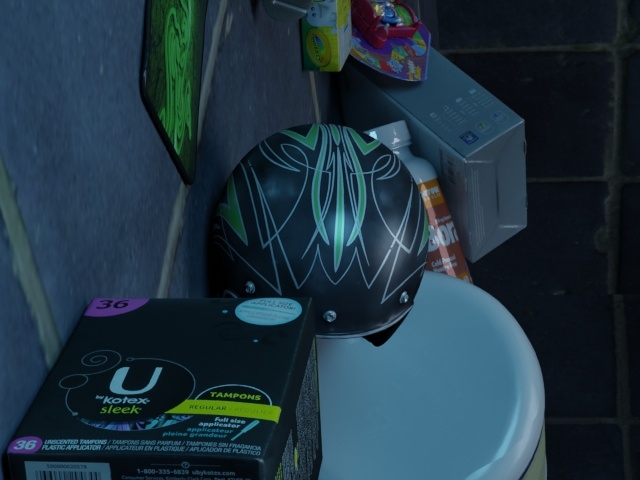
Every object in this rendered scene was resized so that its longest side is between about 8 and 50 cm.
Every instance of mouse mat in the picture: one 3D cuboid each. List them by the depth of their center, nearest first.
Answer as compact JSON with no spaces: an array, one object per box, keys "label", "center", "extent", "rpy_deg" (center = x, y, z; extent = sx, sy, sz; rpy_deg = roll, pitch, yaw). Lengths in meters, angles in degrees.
[{"label":"mouse mat","center":[-0.092,-0.148,1.098],"extent":[0.152,0.007,0.189],"rpy_deg":[71,21,-67]}]

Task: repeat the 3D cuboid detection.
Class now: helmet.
[{"label":"helmet","center":[0.000,0.000,1.192],"extent":[0.161,0.169,0.169],"rpy_deg":[112,-18,-67]}]

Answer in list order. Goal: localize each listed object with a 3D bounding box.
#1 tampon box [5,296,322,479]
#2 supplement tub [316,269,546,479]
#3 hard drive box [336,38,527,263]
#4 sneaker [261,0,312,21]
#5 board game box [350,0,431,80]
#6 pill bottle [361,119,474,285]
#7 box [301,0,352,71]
[{"label":"tampon box","center":[-0.069,0.105,0.823],"extent":[0.161,0.121,0.101],"rpy_deg":[-75,163,-64]},{"label":"supplement tub","center":[0.088,0.188,1.536],"extent":[0.325,0.236,0.235],"rpy_deg":[73,18,-65]},{"label":"hard drive box","center":[0.125,-0.115,1.906],"extent":[0.232,0.089,0.181],"rpy_deg":[43,-23,33]},{"label":"sneaker","center":[-0.039,-0.254,1.365],"extent":[0.061,0.054,0.152],"rpy_deg":[-105,-172,-49]},{"label":"board game box","center":[0.069,-0.242,1.829],"extent":[0.033,0.133,0.168],"rpy_deg":[-54,-165,34]},{"label":"pill bottle","center":[0.082,-0.015,1.819],"extent":[0.121,0.121,0.216],"rpy_deg":[-31,103,-81]},{"label":"box","center":[0.004,-0.266,1.673],"extent":[0.105,0.043,0.179],"rpy_deg":[-69,159,-69]}]
